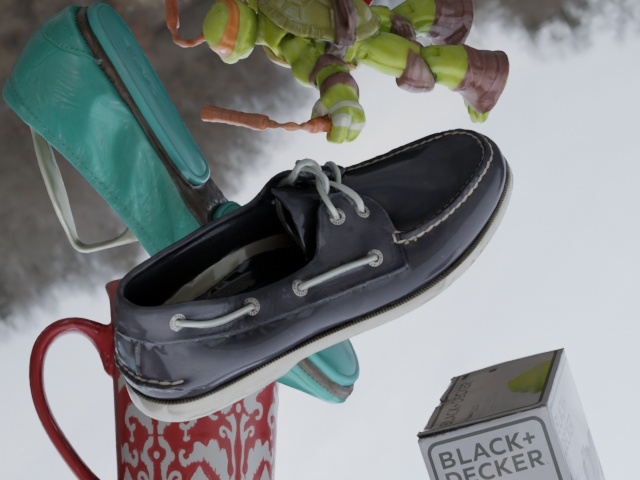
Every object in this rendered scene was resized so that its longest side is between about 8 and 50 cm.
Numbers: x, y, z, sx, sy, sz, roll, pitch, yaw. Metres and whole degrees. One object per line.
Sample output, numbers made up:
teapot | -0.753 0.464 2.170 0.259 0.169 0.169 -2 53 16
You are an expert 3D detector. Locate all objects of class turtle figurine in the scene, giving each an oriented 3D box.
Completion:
turtle figurine | 0.005 -0.143 1.046 0.217 0.087 0.269 2 -154 -25

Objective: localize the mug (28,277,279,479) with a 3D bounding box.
mug | -0.092 0.112 0.950 0.150 0.169 0.113 -4 172 21

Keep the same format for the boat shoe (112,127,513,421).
boat shoe | 0.000 0.000 0.671 0.206 0.065 0.075 -32 -137 -19

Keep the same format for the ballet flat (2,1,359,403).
ballet flat | -0.079 -0.004 0.805 0.087 0.247 0.083 -35 -177 16

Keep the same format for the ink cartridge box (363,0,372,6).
ink cartridge box | -0.024 -0.369 1.437 0.309 0.271 0.130 -58 147 -5

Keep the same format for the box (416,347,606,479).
box | 0.159 0.233 1.036 0.087 0.290 0.169 -17 -177 15
